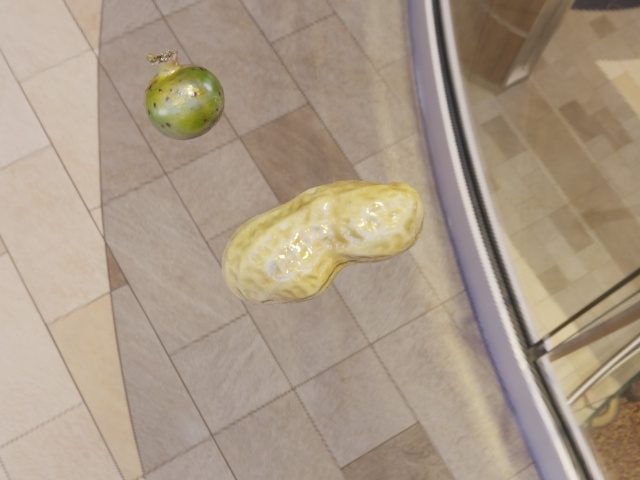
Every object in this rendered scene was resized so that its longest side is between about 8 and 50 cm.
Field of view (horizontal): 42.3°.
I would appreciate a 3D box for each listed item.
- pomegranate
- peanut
[{"bbox_3d":[-0.201,-0.212,1.221,0.130,0.130,0.130,2,69,-4],"label":"pomegranate"},{"bbox_3d":[0.000,0.000,1.170,0.306,0.147,0.147,-28,72,11],"label":"peanut"}]
